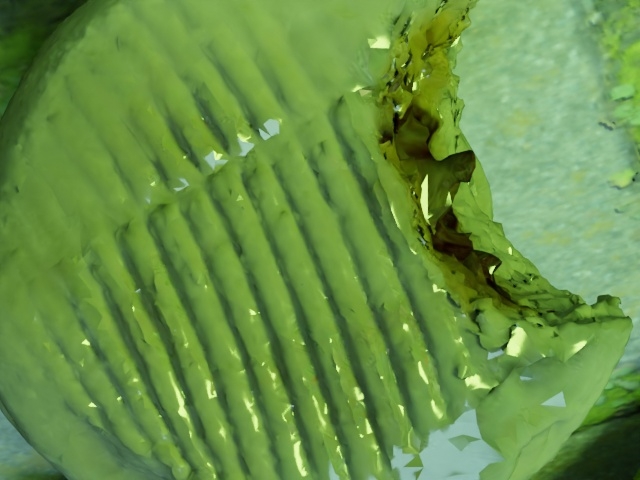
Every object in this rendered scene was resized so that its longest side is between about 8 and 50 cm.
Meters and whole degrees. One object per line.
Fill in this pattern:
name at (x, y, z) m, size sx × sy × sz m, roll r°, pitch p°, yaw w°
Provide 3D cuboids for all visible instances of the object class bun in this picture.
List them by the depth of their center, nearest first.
bun at (-0.013, 0.009, 0.782) m, size 0.281 × 0.281 × 0.205 m, roll -18°, pitch 177°, yaw 10°

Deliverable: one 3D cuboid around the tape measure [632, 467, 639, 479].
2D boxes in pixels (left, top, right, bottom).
tape measure at (0.256, 0.222, 1.154) m, size 0.186 × 0.199 × 0.112 m, roll -62°, pitch 167°, yaw 16°
